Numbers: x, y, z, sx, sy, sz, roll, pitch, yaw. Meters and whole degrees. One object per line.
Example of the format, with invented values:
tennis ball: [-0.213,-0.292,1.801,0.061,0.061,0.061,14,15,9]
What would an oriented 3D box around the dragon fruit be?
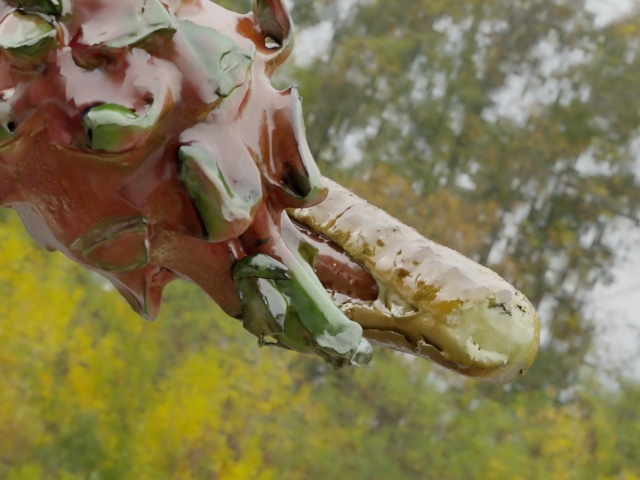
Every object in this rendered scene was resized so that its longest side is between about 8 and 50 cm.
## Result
dragon fruit: [-0.058,-0.034,0.687,0.236,0.137,0.135,35,-37,-16]

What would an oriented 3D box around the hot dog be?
hot dog: [0.001,0.000,0.870,0.083,0.068,0.289,-4,21,-42]
